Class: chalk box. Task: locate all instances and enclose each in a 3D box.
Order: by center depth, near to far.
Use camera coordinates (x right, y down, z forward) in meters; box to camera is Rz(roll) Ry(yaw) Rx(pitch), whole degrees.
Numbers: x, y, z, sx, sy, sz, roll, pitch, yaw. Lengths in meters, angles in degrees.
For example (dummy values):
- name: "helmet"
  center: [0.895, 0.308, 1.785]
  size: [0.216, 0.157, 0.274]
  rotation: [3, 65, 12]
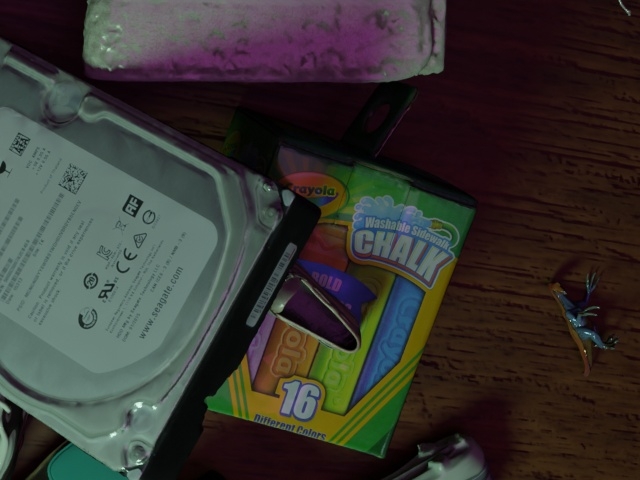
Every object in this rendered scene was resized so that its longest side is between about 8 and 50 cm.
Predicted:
- name: "chalk box"
  center: [0.000, 0.000, 1.209]
  size: [0.179, 0.180, 0.289]
  rotation: [17, 97, -17]

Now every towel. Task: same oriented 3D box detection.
- name: "towel"
  center: [-0.039, -0.213, 1.114]
  size: [0.282, 0.049, 0.187]
  rotation: [0, 104, -7]

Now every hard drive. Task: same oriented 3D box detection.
- name: "hard drive"
  center: [-0.196, 0.001, 1.101]
  size: [0.339, 0.064, 0.237]
  rotation: [29, 89, 26]

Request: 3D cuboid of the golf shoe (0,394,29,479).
- name: "golf shoe"
  center: [-0.266, 0.104, 1.197]
  size: [0.105, 0.120, 0.273]
  rotation: [9, 99, -14]

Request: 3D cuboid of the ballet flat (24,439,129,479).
- name: "ballet flat"
  center: [-0.223, 0.227, 1.265]
  size: [0.232, 0.073, 0.080]
  rotation: [-33, 70, -3]

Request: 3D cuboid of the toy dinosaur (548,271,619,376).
- name: "toy dinosaur"
  center: [0.237, 0.075, 1.358]
  size: [0.082, 0.047, 0.090]
  rotation: [32, 104, 0]

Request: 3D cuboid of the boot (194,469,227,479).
- name: "boot"
  center: [-0.182, 0.465, 1.298]
  size: [0.445, 0.146, 0.367]
  rotation: [-34, 110, -9]

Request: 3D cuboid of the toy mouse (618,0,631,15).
- name: "toy mouse"
  center: [0.254, -0.283, 1.283]
  size: [0.143, 0.031, 0.161]
  rotation: [-37, 106, -3]

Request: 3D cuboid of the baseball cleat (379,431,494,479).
- name: "baseball cleat"
  center: [0.068, 0.260, 1.341]
  size: [0.206, 0.072, 0.109]
  rotation: [-27, 114, -3]

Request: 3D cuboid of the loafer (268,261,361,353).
- name: "loafer"
  center: [-0.018, 0.044, 1.098]
  size: [0.125, 0.039, 0.045]
  rotation: [35, 93, -18]
